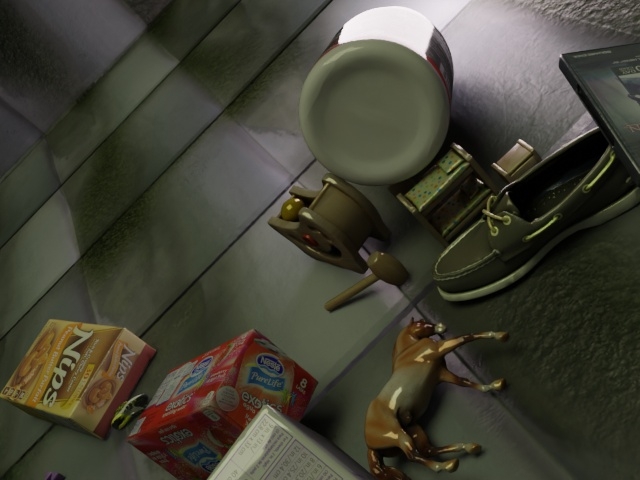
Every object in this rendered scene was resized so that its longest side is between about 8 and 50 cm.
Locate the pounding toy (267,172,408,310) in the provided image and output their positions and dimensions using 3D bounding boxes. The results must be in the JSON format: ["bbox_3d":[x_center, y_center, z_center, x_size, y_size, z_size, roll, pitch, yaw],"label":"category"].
[{"bbox_3d":[0.000,0.000,1.271,0.155,0.154,0.269,-55,33,-13],"label":"pounding toy"}]

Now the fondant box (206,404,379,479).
[{"bbox_3d":[0.080,0.279,0.664,0.330,0.238,0.096,34,81,23],"label":"fondant box"}]

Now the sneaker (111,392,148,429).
[{"bbox_3d":[-0.329,0.285,1.458,0.083,0.031,0.035,-42,32,8],"label":"sneaker"}]

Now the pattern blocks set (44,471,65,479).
[{"bbox_3d":[-0.527,0.537,1.420,0.285,0.026,0.325,7,61,53],"label":"pattern blocks set"}]

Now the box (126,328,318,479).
[{"bbox_3d":[-0.136,0.231,1.143,0.257,0.123,0.128,-31,23,48],"label":"box"}]

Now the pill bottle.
[{"bbox_3d":[0.097,-0.239,1.303,0.210,0.210,0.363,-32,15,22],"label":"pill bottle"}]

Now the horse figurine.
[{"bbox_3d":[0.121,0.193,1.005,0.174,0.066,0.263,-1,52,42],"label":"horse figurine"}]

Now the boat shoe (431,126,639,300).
[{"bbox_3d":[0.258,-0.033,1.064,0.305,0.091,0.109,-34,34,19],"label":"boat shoe"}]

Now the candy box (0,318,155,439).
[{"bbox_3d":[-0.461,0.251,1.596,0.316,0.087,0.183,-2,53,49],"label":"candy box"}]

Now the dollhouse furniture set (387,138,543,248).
[{"bbox_3d":[0.188,-0.110,1.221,0.182,0.101,0.161,-44,32,5],"label":"dollhouse furniture set"}]

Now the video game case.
[{"bbox_3d":[0.416,-0.161,0.994,0.196,0.026,0.274,-8,38,0],"label":"video game case"}]
